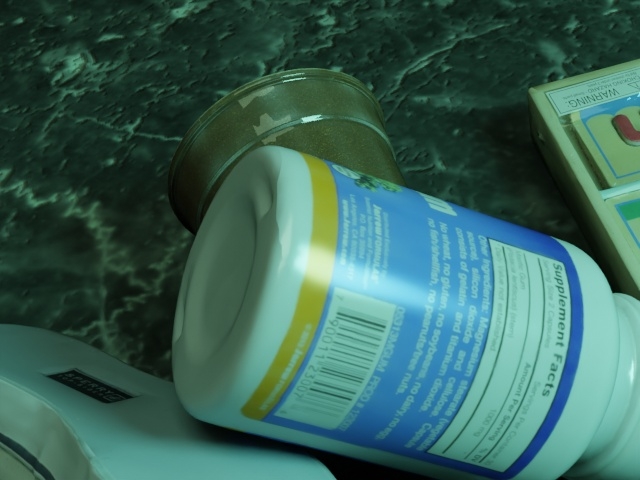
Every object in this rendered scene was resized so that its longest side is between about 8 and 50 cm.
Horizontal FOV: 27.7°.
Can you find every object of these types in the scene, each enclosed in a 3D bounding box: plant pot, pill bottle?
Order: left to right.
[{"bbox_3d":[0.000,0.000,0.879,0.167,0.167,0.165,-22,52,-8],"label":"plant pot"},{"bbox_3d":[0.068,0.056,0.725,0.272,0.152,0.152,17,38,-22],"label":"pill bottle"}]

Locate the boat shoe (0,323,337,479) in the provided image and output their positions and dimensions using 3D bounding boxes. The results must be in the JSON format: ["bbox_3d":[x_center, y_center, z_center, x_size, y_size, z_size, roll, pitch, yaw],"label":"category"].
[{"bbox_3d":[-0.124,0.168,0.742,0.136,0.156,0.367,-5,16,-44],"label":"boat shoe"}]

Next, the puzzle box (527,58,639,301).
[{"bbox_3d":[0.380,-0.064,0.913,0.409,0.052,0.272,-16,44,-2],"label":"puzzle box"}]
